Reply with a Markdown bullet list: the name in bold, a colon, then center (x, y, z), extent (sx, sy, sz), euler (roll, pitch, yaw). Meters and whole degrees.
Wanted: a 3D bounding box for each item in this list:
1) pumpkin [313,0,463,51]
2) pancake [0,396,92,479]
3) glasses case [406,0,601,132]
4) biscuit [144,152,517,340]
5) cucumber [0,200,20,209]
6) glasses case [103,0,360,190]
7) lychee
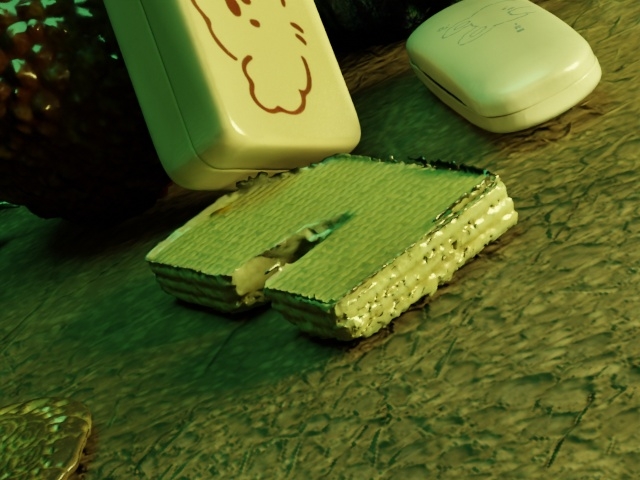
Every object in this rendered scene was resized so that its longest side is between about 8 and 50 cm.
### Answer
- **pumpkin**: center (0.034, -0.318, 1.640), extent (0.363, 0.266, 0.363), euler (-18, 27, 10)
- **pancake**: center (-0.226, 0.155, 1.202), extent (0.199, 0.021, 0.199), euler (-22, 22, 10)
- **glasses case**: center (0.125, -0.128, 1.400), extent (0.092, 0.059, 0.233), euler (-29, 21, -2)
- **biscuit**: center (0.000, 0.000, 1.267), extent (0.147, 0.046, 0.250), euler (-38, 25, -24)
- **cucumber**: center (-0.359, 0.015, 1.628), extent (0.250, 0.056, 0.056), euler (-23, 21, 14)
- **glasses case**: center (-0.089, -0.198, 1.420), extent (0.144, 0.336, 0.076), euler (-2, -25, -48)
- **lychee**: center (-0.198, -0.135, 1.519), extent (0.236, 0.271, 0.236), euler (-58, 13, 21)
